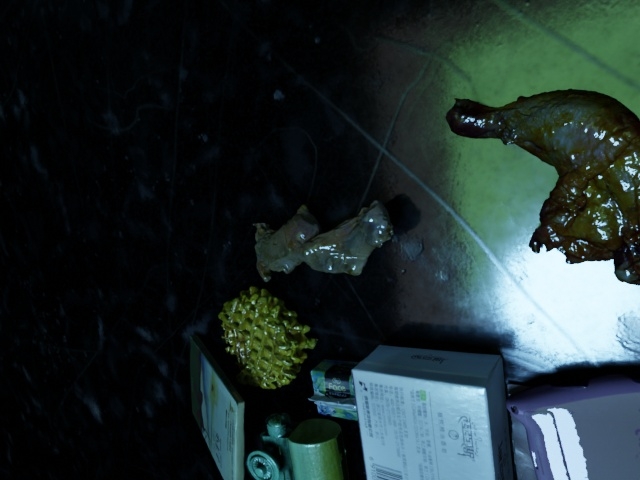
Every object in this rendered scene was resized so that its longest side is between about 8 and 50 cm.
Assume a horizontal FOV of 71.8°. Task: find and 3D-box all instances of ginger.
[{"bbox_3d":[-0.002,0.000,0.721,0.290,0.084,0.122,-8,74,38],"label":"ginger"}]

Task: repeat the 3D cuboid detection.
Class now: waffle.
[{"bbox_3d":[-0.115,0.189,0.833,0.197,0.070,0.193,-45,76,32],"label":"waffle"}]

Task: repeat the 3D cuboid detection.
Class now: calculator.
[{"bbox_3d":[0.382,0.253,0.511,0.294,0.043,0.194,-15,80,29],"label":"calculator"}]

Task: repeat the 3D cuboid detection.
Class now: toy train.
[{"bbox_3d":[-0.026,0.468,0.803,0.190,0.126,0.307,-4,97,35],"label":"toy train"}]

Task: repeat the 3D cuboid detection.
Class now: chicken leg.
[{"bbox_3d":[0.288,-0.073,0.506,0.322,0.083,0.177,58,139,6],"label":"chicken leg"}]

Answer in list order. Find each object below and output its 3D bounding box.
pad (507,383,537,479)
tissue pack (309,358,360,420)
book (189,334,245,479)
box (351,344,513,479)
[{"bbox_3d":[0.323,0.287,0.603,0.113,0.006,0.187,-4,100,33],"label":"pad"},{"bbox_3d":[0.042,0.254,0.737,0.111,0.079,0.085,-4,99,34],"label":"tissue pack"},{"bbox_3d":[-0.213,0.335,0.889,0.289,0.026,0.201,23,114,56],"label":"book"},{"bbox_3d":[0.166,0.298,0.646,0.195,0.111,0.260,-2,97,33],"label":"box"}]
